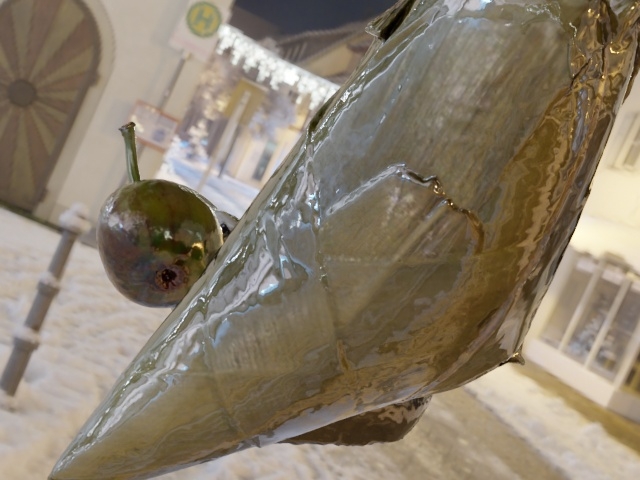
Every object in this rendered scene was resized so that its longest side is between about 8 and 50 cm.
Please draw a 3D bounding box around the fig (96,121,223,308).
[{"bbox_3d":[-0.199,-0.038,1.035,0.149,0.149,0.245,21,30,-41],"label":"fig"}]

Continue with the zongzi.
[{"bbox_3d":[0.000,0.000,0.443,0.299,0.274,0.145,-21,54,-28],"label":"zongzi"}]

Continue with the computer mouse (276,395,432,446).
[{"bbox_3d":[0.022,0.101,0.818,0.087,0.168,0.295,4,-2,44],"label":"computer mouse"}]

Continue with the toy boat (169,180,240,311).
[{"bbox_3d":[-0.125,0.052,1.140,0.140,0.270,0.141,-8,3,0],"label":"toy boat"}]
